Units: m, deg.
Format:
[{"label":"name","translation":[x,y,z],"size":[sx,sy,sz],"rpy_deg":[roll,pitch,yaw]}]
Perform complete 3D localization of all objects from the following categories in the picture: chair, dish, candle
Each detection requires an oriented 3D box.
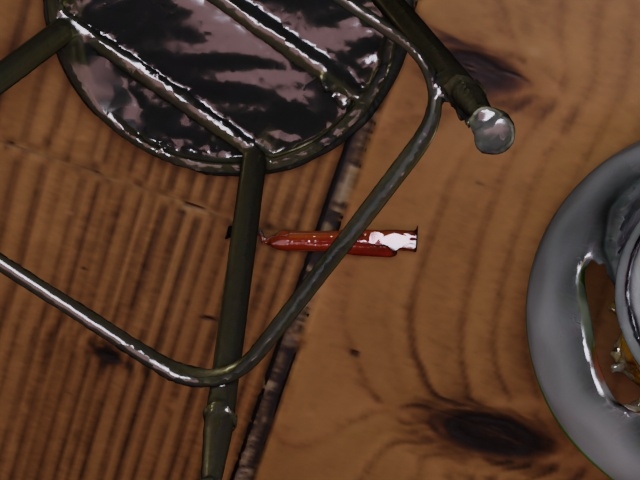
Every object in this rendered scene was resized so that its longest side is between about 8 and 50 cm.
[{"label":"chair","translation":[-0.097,-0.118,1.373],"size":[0.364,0.410,0.362],"rpy_deg":[33,115,-7]},{"label":"dish","translation":[0.319,0.047,1.452],"size":[0.324,0.124,0.324],"rpy_deg":[-1,77,6]},{"label":"candle","translation":[0.000,0.001,1.626],"size":[0.167,0.021,0.026],"rpy_deg":[1,113,8]}]

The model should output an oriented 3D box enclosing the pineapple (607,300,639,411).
[{"label":"pineapple","translation":[0.359,0.106,1.583],"size":[0.236,0.114,0.186],"rpy_deg":[24,115,-13]}]
